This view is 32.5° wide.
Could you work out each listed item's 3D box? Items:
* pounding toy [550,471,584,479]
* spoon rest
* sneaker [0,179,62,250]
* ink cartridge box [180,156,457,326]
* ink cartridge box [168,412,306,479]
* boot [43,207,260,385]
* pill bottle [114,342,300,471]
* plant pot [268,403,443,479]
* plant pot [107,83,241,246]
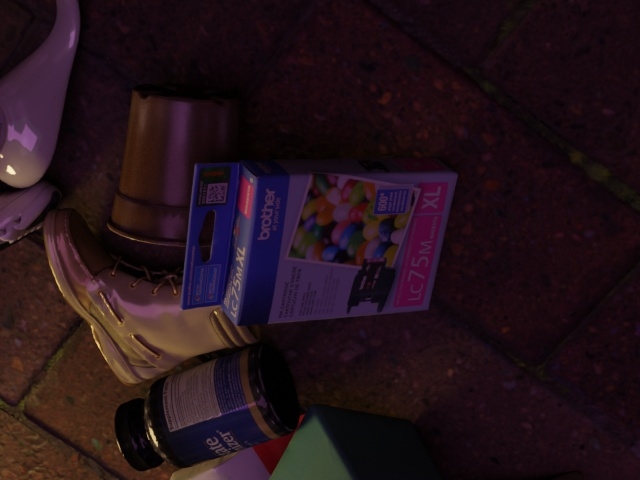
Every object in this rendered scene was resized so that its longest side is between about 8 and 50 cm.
[{"bbox_3d":[0.229,0.408,1.437,0.269,0.154,0.155,-14,110,-8],"label":"pounding toy"},{"bbox_3d":[-0.340,-0.192,1.293,0.137,0.084,0.276,36,119,32],"label":"spoon rest"},{"bbox_3d":[-0.463,-0.019,1.376,0.292,0.110,0.118,-23,96,14],"label":"sneaker"},{"bbox_3d":[0.000,0.000,1.260,0.311,0.065,0.186,-2,115,-26],"label":"ink cartridge box"},{"bbox_3d":[-0.071,0.357,1.497,0.224,0.056,0.181,-26,107,17],"label":"ink cartridge box"},{"bbox_3d":[-0.206,0.049,1.364,0.203,0.095,0.262,-18,115,15],"label":"boot"},{"bbox_3d":[-0.148,0.221,1.414,0.219,0.123,0.123,-21,107,15],"label":"pill bottle"},{"bbox_3d":[0.063,0.347,1.346,0.165,0.234,0.165,15,113,-33],"label":"plant pot"},{"bbox_3d":[-0.159,-0.093,1.279,0.167,0.167,0.165,8,105,4],"label":"plant pot"}]
